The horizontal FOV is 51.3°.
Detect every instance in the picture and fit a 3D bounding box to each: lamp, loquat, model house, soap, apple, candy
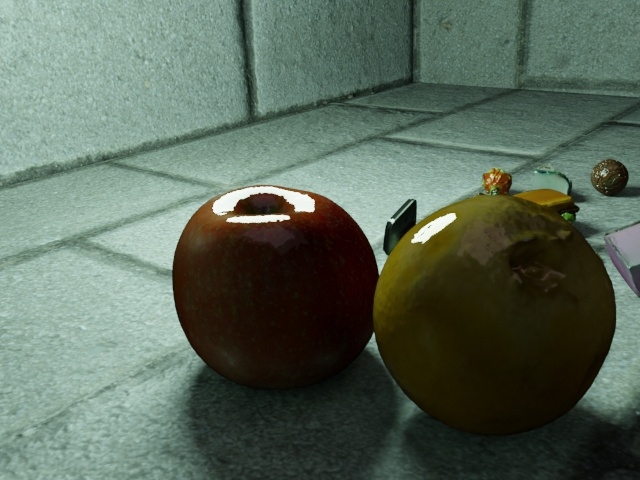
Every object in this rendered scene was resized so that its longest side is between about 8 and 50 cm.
[{"bbox_3d":[0.239,0.030,1.404,0.283,0.124,0.203,20,51,39],"label":"lamp"},{"bbox_3d":[0.227,0.099,0.906,0.329,0.328,0.328,-2,21,1],"label":"loquat"},{"bbox_3d":[0.638,-0.159,1.827,0.101,0.087,0.100,13,28,27],"label":"model house"},{"bbox_3d":[0.709,0.002,1.296,0.259,0.081,0.181,-21,19,13],"label":"soap"},{"bbox_3d":[-0.072,0.066,1.078,0.349,0.276,0.348,-2,21,1],"label":"apple"},{"bbox_3d":[0.455,-0.115,1.786,0.084,0.078,0.287,9,32,20],"label":"candy"}]

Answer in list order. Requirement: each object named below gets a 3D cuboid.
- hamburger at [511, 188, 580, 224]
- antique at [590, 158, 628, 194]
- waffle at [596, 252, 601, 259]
[{"bbox_3d":[0.526,-0.062,1.592,0.166,0.087,0.137,-10,23,-15],"label":"hamburger"},{"bbox_3d":[0.795,-0.174,1.831,0.104,0.104,0.104,-2,21,1],"label":"antique"},{"bbox_3d":[0.556,0.034,1.441,0.085,0.016,0.078,-9,18,-17],"label":"waffle"}]
